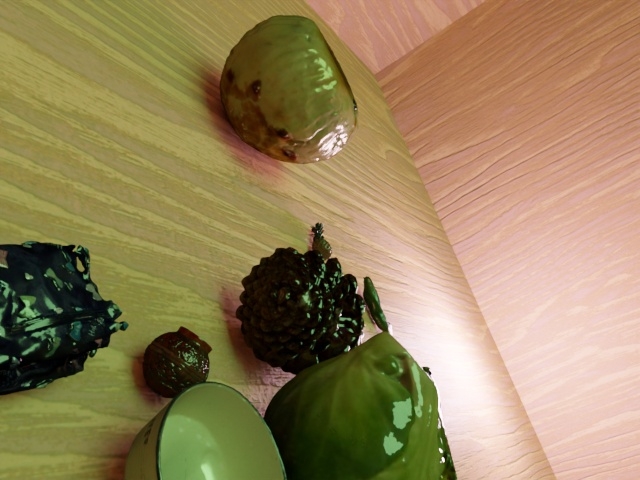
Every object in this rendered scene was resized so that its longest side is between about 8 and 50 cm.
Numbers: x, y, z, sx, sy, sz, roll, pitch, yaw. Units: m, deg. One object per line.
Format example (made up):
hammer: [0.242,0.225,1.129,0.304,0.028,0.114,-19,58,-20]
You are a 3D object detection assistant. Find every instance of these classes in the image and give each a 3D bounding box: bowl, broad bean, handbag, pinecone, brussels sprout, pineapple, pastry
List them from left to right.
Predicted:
handbag: [-0.348,0.089,0.646,0.162,0.113,0.260,58,22,11]
bowl: [-0.160,0.314,0.755,0.238,0.126,0.238,47,26,-31]
pastry: [-0.086,-0.376,1.519,0.388,0.312,0.388,-22,90,-77]
pinecone: [-0.028,0.155,1.140,0.292,0.246,0.246,64,11,-53]
pineapple: [0.000,0.000,1.592,0.058,0.058,0.124,46,21,-32]
brussels sprout: [0.054,0.328,0.945,0.281,0.354,0.289,38,-11,-19]
broad bean: [0.164,0.201,1.707,0.195,0.046,0.061,65,10,-3]

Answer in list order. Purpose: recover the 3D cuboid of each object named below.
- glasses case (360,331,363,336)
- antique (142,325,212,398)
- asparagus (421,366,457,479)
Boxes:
glasses case: [0.050,0.232,1.428,0.078,0.039,0.184,62,22,3]
antique: [-0.211,0.182,0.852,0.104,0.104,0.104,47,26,-31]
asparagus: [0.274,0.509,1.480,0.108,0.128,0.382,9,46,-17]
